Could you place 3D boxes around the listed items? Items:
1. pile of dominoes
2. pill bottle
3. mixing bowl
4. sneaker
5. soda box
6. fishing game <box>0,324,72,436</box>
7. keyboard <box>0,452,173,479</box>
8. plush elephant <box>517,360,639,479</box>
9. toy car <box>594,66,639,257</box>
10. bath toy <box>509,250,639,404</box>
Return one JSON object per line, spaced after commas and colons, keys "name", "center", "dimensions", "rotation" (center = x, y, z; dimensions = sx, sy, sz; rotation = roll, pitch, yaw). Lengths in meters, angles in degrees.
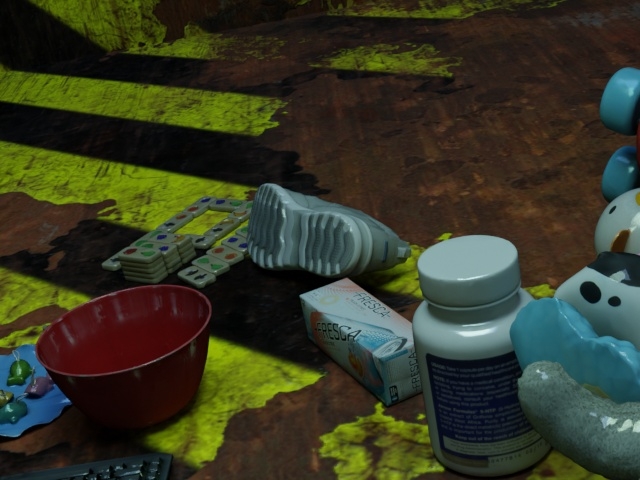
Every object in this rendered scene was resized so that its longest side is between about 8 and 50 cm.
{"name": "pile of dominoes", "center": [-0.165, -0.015, 1.517], "dimensions": [0.196, 0.040, 0.251], "rotation": [6, 29, 34]}
{"name": "pill bottle", "center": [0.137, 0.097, 0.950], "dimensions": [0.112, 0.186, 0.112], "rotation": [-9, 24, 4]}
{"name": "mixing bowl", "center": [-0.189, 0.129, 1.131], "dimensions": [0.182, 0.098, 0.181], "rotation": [-10, 24, 5]}
{"name": "sneaker", "center": [0.000, 0.000, 1.380], "dimensions": [0.115, 0.105, 0.281], "rotation": [8, 9, -33]}
{"name": "soda box", "center": [0.046, 0.100, 1.142], "dimensions": [0.063, 0.058, 0.183], "rotation": [-20, 25, -20]}
{"name": "fishing game", "center": [-0.352, 0.159, 1.212], "dimensions": [0.189, 0.041, 0.264], "rotation": [10, 31, 34]}
{"name": "keyboard", "center": [-0.293, 0.261, 0.968], "dimensions": [0.317, 0.033, 0.201], "rotation": [-11, 24, 3]}
{"name": "plush elephant", "center": [0.214, 0.169, 0.652], "dimensions": [0.330, 0.255, 0.272], "rotation": [3, 22, 24]}
{"name": "toy car", "center": [0.361, -0.034, 1.159], "dimensions": [0.219, 0.210, 0.238], "rotation": [25, 54, 36]}
{"name": "bath toy", "center": [0.323, 0.044, 0.908], "dimensions": [0.348, 0.151, 0.129], "rotation": [-26, -4, -32]}
